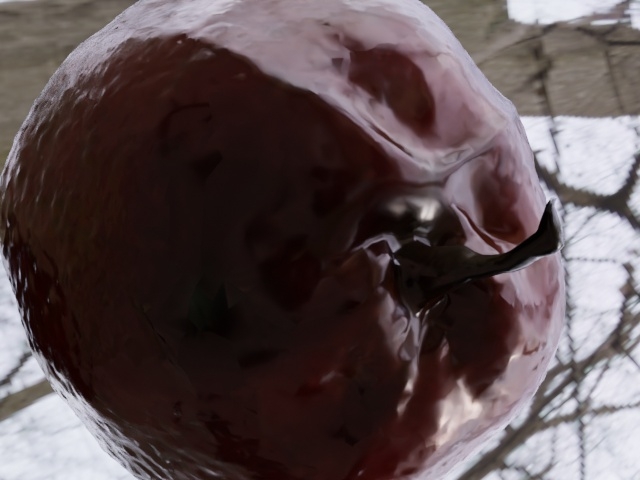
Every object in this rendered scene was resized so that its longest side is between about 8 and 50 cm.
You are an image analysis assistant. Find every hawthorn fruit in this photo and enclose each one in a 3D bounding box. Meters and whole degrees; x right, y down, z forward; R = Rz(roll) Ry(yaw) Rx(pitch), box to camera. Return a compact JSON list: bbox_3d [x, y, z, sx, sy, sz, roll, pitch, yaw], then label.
[{"bbox_3d":[0.000,0.000,0.499,0.194,0.157,0.157,3,-78,60],"label":"hawthorn fruit"}]
